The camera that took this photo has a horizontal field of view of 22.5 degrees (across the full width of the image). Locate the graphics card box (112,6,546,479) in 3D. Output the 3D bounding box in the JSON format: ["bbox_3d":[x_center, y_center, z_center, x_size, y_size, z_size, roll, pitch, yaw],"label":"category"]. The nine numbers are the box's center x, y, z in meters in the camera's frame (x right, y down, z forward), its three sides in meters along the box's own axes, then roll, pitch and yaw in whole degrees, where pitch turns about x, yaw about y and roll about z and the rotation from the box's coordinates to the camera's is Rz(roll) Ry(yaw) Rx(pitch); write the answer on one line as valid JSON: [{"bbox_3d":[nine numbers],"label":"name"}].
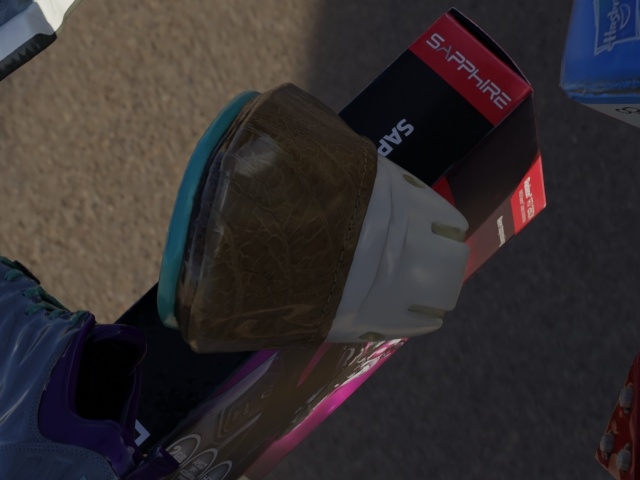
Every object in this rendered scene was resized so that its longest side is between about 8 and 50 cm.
[{"bbox_3d":[-0.001,0.033,1.125,0.371,0.233,0.094,-42,71,-6],"label":"graphics card box"}]

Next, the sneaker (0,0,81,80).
[{"bbox_3d":[-0.230,-0.196,0.998,0.124,0.178,0.295,-31,20,29],"label":"sneaker"}]

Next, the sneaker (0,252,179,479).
[{"bbox_3d":[-0.119,0.050,0.710,0.098,0.083,0.223,-37,45,10],"label":"sneaker"}]

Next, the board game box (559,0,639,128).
[{"bbox_3d":[0.231,-0.142,0.461,0.086,0.302,0.308,1,76,55],"label":"board game box"}]

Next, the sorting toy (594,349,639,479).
[{"bbox_3d":[0.129,0.100,0.583,0.046,0.132,0.274,10,5,-5],"label":"sorting toy"}]

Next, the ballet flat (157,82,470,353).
[{"bbox_3d":[0.000,0.000,0.726,0.124,0.342,0.116,18,89,-3],"label":"ballet flat"}]
